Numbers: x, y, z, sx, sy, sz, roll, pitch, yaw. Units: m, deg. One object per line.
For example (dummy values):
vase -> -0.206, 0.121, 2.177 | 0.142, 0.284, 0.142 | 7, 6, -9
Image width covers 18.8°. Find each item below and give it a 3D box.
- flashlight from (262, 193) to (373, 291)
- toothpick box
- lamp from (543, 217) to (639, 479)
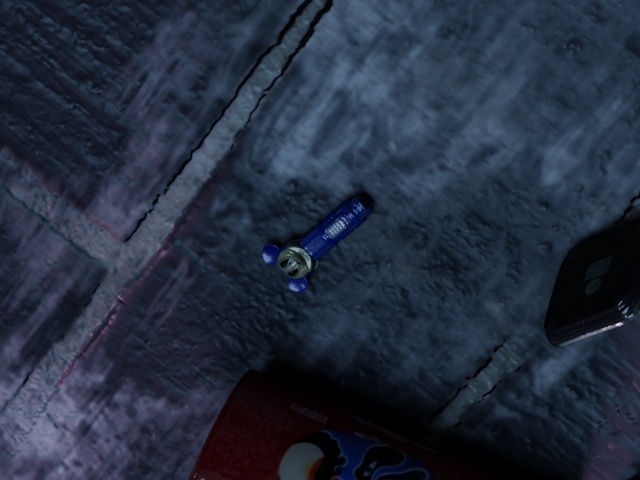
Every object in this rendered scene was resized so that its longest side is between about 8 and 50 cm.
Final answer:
flashlight -> 0.000, 0.000, 1.779 | 0.121, 0.035, 0.057 | -39, 96, 28
toothpick box -> 0.046, 0.275, 1.791 | 0.333, 0.204, 0.204 | 23, 118, 6
lamp -> 0.288, 0.132, 1.720 | 0.203, 0.124, 0.283 | -22, 108, 46
